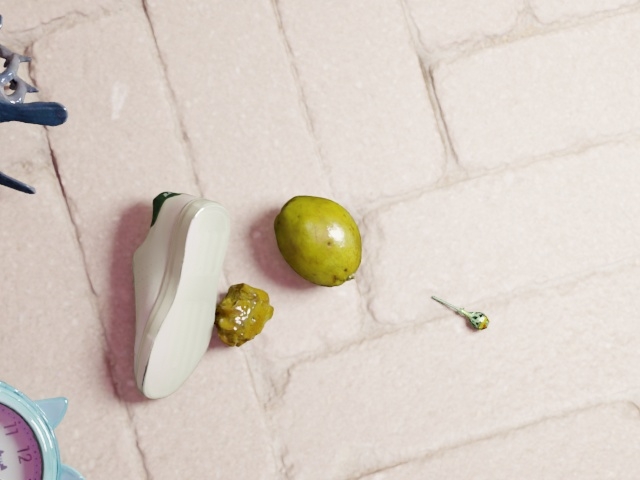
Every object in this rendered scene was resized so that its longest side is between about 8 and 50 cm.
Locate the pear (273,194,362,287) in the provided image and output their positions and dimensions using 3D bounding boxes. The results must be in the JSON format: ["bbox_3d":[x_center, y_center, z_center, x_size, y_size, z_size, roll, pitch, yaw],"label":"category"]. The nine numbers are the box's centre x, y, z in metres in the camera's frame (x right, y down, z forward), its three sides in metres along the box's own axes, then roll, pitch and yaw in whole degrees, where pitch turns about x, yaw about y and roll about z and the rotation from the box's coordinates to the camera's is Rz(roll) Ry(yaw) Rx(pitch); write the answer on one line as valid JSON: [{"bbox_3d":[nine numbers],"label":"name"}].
[{"bbox_3d":[0.000,0.000,1.936,0.131,0.107,0.107,43,79,0],"label":"pear"}]

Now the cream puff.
[{"bbox_3d":[-0.103,0.095,1.939,0.058,0.083,0.083,16,94,32],"label":"cream puff"}]

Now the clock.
[{"bbox_3d":[-0.429,0.280,1.845,0.274,0.094,0.224,-11,87,-13],"label":"clock"}]

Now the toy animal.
[{"bbox_3d":[-0.429,-0.165,1.861,0.176,0.255,0.239,-39,134,-34],"label":"toy animal"}]

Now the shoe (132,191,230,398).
[{"bbox_3d":[-0.193,0.062,1.916,0.095,0.110,0.265,7,106,-47],"label":"shoe"}]

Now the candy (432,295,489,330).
[{"bbox_3d":[0.185,0.094,2.008,0.083,0.025,0.023,26,114,5],"label":"candy"}]
